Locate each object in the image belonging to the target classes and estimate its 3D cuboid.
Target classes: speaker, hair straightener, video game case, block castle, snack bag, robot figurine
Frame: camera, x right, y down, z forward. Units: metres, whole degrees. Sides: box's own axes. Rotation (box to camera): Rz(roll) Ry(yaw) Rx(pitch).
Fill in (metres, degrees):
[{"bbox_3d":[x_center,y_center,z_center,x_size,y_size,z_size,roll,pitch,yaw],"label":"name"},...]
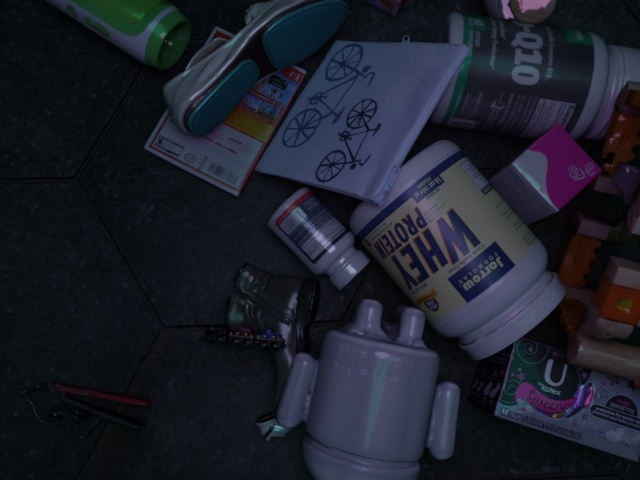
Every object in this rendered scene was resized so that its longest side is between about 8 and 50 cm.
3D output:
[{"bbox_3d":[-0.397,-0.447,1.139,0.297,0.131,0.131,33,81,3],"label":"speaker"},{"bbox_3d":[-0.419,0.304,1.059,0.231,0.047,0.088,11,81,0],"label":"hair straightener"},{"bbox_3d":[-0.181,-0.251,1.168,0.204,0.025,0.285,27,81,2],"label":"video game case"},{"bbox_3d":[0.543,-0.010,0.945,0.213,0.303,0.452,14,111,6],"label":"block castle"},{"bbox_3d":[0.067,-0.225,1.060,0.343,0.037,0.323,20,75,46],"label":"snack bag"},{"bbox_3d":[0.082,0.275,1.000,0.300,0.200,0.353,11,86,2],"label":"robot figurine"}]

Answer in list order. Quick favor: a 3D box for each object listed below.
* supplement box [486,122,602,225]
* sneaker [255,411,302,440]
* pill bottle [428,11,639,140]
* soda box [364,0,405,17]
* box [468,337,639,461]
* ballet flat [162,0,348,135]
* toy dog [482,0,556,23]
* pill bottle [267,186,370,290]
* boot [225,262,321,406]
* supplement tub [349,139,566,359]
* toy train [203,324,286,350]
[{"bbox_3d":[0.373,-0.103,1.068,0.111,0.220,0.114,-40,85,-7],"label":"supplement box"},{"bbox_3d":[-0.059,0.325,1.080,0.109,0.040,0.043,-17,98,-1],"label":"sneaker"},{"bbox_3d":[0.390,-0.290,1.107,0.361,0.204,0.204,8,81,-2],"label":"pill bottle"},{"bbox_3d":[0.090,-0.523,1.202,0.183,0.063,0.058,30,81,2],"label":"soda box"},{"bbox_3d":[0.410,0.261,1.041,0.248,0.163,0.142,17,82,0],"label":"box"},{"bbox_3d":[-0.132,-0.360,1.119,0.400,0.139,0.139,-41,85,-7],"label":"ballet flat"},{"bbox_3d":[0.303,-0.516,1.165,0.161,0.220,0.333,-41,75,24],"label":"toy dog"},{"bbox_3d":[0.000,0.000,1.094,0.108,0.108,0.180,-43,86,-8],"label":"pill bottle"},{"bbox_3d":[-0.098,0.171,1.091,0.161,0.083,0.246,9,81,11],"label":"boot"},{"bbox_3d":[0.232,0.017,1.036,0.235,0.235,0.324,-39,84,-7],"label":"supplement tub"},{"bbox_3d":[-0.131,0.168,1.052,0.158,0.027,0.036,3,73,21],"label":"toy train"}]
